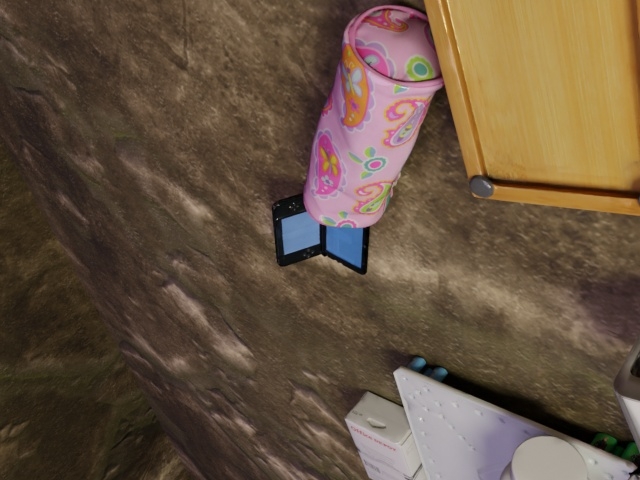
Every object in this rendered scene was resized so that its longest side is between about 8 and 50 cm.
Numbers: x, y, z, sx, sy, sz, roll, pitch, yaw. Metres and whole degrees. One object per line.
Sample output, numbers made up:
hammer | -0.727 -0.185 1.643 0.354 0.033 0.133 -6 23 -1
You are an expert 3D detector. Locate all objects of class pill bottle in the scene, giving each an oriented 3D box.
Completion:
pill bottle | 0.301 0.364 0.896 0.124 0.124 0.222 25 142 34

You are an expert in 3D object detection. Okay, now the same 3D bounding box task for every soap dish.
soap dish | 0.202 -0.154 0.537 0.229 0.118 0.291 12 133 45

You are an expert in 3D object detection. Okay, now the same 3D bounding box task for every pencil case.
pencil case | 0.057 -0.125 0.764 0.124 0.124 0.284 40 150 14

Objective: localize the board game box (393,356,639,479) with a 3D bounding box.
board game box | 0.322 0.386 1.065 0.390 0.050 0.390 16 137 42

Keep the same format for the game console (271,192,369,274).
game console | 0.000 0.000 1.008 0.144 0.124 0.085 89 157 -48

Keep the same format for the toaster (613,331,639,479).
toaster | 0.370 0.134 0.587 0.168 0.186 0.110 -1 129 53

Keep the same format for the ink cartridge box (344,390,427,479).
ink cartridge box | 0.142 0.400 1.280 0.139 0.082 0.191 16 135 42
